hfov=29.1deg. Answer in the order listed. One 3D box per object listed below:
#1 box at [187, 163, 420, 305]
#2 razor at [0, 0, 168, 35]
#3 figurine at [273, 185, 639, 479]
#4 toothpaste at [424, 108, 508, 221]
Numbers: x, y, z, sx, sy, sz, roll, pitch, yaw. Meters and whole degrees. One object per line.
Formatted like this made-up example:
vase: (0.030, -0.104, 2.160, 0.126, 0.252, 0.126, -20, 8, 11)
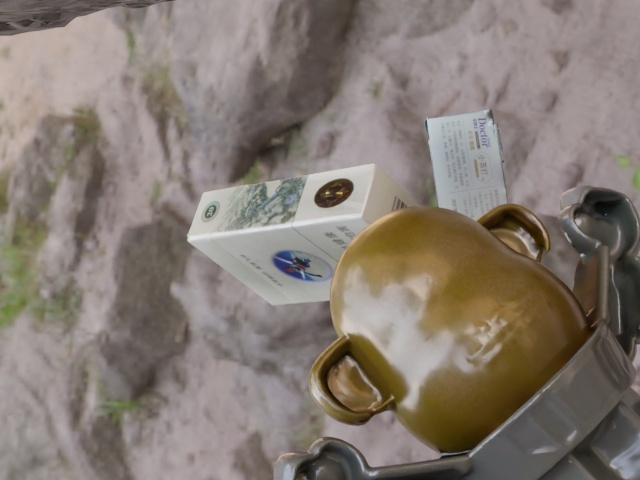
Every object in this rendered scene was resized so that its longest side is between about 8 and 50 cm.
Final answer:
box: (0.000, 0.000, 1.382, 0.257, 0.164, 0.069, -7, 55, 40)
razor: (-0.171, -0.117, 0.311, 0.189, 0.327, 0.107, 0, 89, 42)
figurine: (0.125, 0.098, 0.829, 0.285, 0.342, 0.167, 46, 133, 5)
toothpaste: (0.180, 0.001, 1.419, 0.071, 0.089, 0.312, 61, -159, -67)
